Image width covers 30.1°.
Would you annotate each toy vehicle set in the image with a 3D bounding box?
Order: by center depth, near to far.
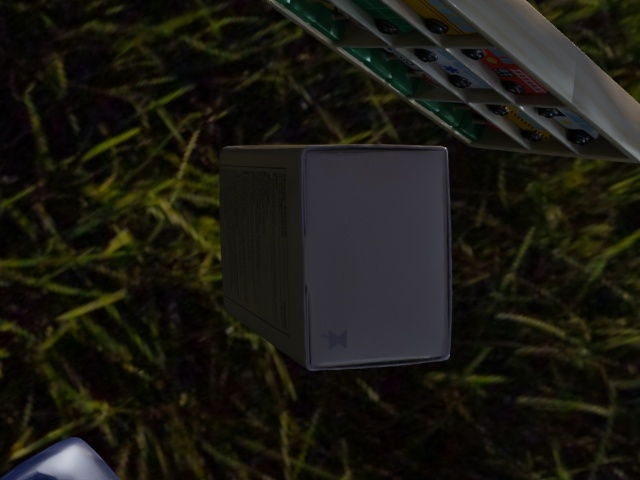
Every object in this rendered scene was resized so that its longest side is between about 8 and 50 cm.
[{"bbox_3d":[0.093,-0.129,0.822,0.267,0.166,0.035,29,78,-40],"label":"toy vehicle set"}]

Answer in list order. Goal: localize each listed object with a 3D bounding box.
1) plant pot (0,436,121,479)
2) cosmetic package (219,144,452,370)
[{"bbox_3d":[-0.194,0.283,0.674,0.236,0.236,0.212,49,19,14],"label":"plant pot"},{"bbox_3d":[0.000,0.000,0.357,0.041,0.115,0.060,-2,96,-15],"label":"cosmetic package"}]
